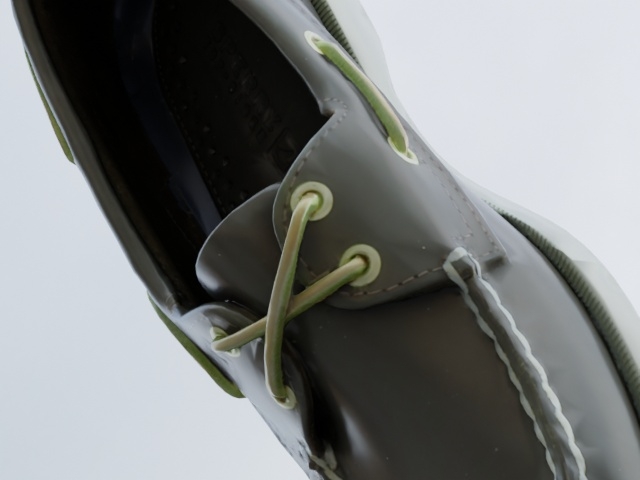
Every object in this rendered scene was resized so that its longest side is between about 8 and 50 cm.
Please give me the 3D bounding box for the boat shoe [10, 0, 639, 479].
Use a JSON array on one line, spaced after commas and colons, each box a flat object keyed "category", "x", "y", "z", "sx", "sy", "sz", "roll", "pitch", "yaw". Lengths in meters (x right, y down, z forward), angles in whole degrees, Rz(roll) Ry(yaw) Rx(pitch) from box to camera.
[{"category": "boat shoe", "x": -0.002, "y": 0.003, "z": 0.546, "sx": 0.091, "sy": 0.305, "sz": 0.109, "roll": 8, "pitch": -52, "yaw": -44}]
